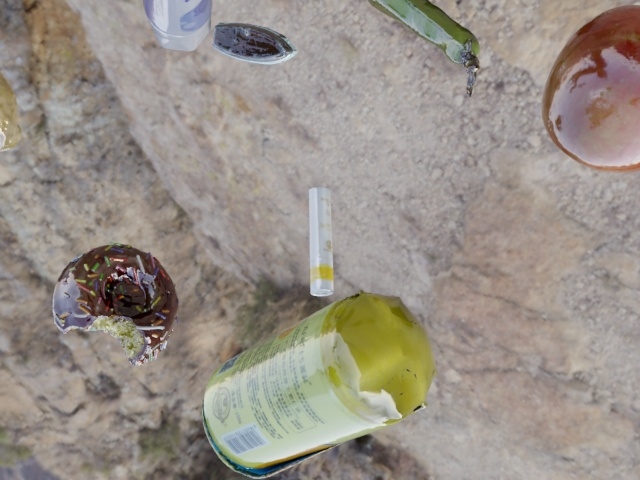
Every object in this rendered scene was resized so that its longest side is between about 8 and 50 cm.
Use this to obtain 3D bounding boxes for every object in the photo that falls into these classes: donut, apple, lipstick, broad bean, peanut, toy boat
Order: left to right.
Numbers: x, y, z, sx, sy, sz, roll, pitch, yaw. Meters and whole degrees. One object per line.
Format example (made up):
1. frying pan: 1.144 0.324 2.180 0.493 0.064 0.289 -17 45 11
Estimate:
1. peanut: -0.447 -0.199 0.948 0.089 0.089 0.193 -4 124 55
2. donut: -0.352 0.103 1.351 0.230 0.216 0.096 38 134 -13
3. toy boat: -0.106 -0.318 1.218 0.140 0.066 0.059 12 105 5
4. lipstick: 0.000 0.000 1.821 0.059 0.264 0.059 -2 161 -1
5. broad bean: 0.140 -0.318 1.062 0.325 0.075 0.067 48 134 33
6. apple: 0.350 -0.167 0.848 0.181 0.181 0.168 32 134 17

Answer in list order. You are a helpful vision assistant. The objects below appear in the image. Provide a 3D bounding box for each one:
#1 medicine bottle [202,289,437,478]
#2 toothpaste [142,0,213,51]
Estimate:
1. medicine bottle: -0.002 0.131 0.689 0.124 0.124 0.239 47 133 -11
2. toothpaste: -0.150 -0.296 0.745 0.371 0.079 0.125 121 140 -78
